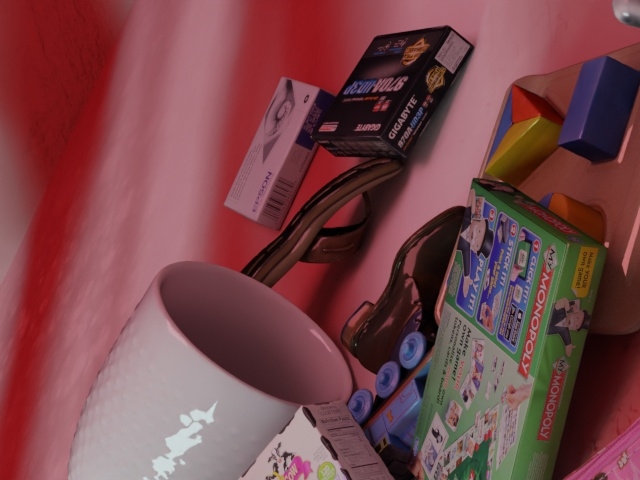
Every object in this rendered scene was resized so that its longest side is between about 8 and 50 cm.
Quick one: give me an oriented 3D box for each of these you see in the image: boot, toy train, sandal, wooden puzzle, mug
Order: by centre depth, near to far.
[{"bbox_3d":[0.243,-0.058,1.681,0.348,0.080,0.322,-6,62,63],"label":"wooden puzzle"},{"bbox_3d":[0.100,0.181,1.763,0.184,0.080,0.105,-50,37,28],"label":"toy train"},{"bbox_3d":[0.122,0.070,1.854,0.219,0.082,0.106,-54,47,15],"label":"boot"},{"bbox_3d":[-0.132,0.266,1.975,0.374,0.276,0.328,47,115,31],"label":"mug"},{"bbox_3d":[-0.001,0.001,2.128,0.303,0.086,0.120,-45,8,8],"label":"sandal"}]

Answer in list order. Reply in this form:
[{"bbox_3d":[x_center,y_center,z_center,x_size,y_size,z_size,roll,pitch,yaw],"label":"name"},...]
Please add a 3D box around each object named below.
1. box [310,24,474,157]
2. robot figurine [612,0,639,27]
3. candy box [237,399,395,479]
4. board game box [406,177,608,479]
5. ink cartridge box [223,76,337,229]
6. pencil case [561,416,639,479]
[{"bbox_3d":[0.092,-0.193,2.140,0.175,0.051,0.220,-58,22,-10],"label":"box"},{"bbox_3d":[0.370,-0.365,1.559,0.300,0.199,0.354,112,173,-68],"label":"robot figurine"},{"bbox_3d":[0.007,0.297,1.734,0.165,0.070,0.196,-52,59,30],"label":"candy box"},{"bbox_3d":[0.172,0.122,1.570,0.213,0.046,0.317,-137,56,-63],"label":"board game box"},{"bbox_3d":[-0.072,-0.138,2.475,0.223,0.045,0.224,-65,23,0],"label":"ink cartridge box"},{"bbox_3d":[0.295,0.180,1.215,0.386,0.167,0.160,-47,53,32],"label":"pencil case"}]
